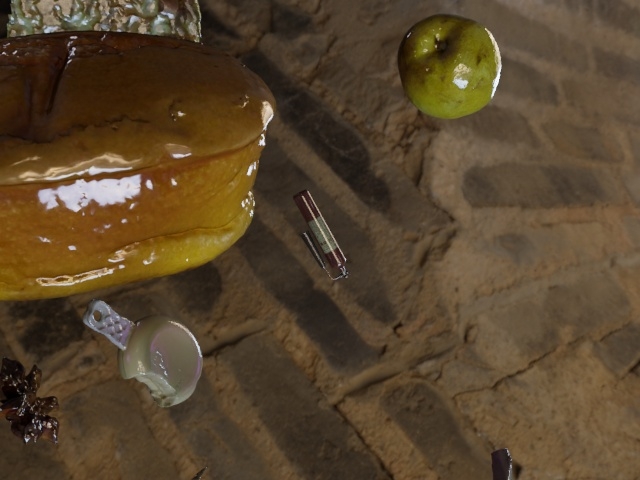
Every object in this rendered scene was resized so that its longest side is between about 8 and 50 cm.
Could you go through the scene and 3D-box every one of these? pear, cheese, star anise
[{"bbox_3d":[0.235,-0.321,1.152,0.199,0.200,0.200,18,-146,-13],"label":"pear"},{"bbox_3d":[-0.340,0.203,1.189,0.286,0.082,0.163,45,-136,-42],"label":"cheese"},{"bbox_3d":[-0.474,0.261,1.001,0.057,0.168,0.168,-29,-127,-7],"label":"star anise"}]

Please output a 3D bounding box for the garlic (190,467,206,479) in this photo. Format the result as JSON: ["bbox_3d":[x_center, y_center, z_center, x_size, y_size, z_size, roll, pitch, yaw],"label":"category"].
[{"bbox_3d":[-0.112,0.396,0.760,0.115,0.128,0.207,38,167,49],"label":"garlic"}]

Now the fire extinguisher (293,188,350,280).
[{"bbox_3d":[0.000,0.000,1.035,0.049,0.035,0.173,-37,-79,-42],"label":"fire extinguisher"}]

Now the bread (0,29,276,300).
[{"bbox_3d":[-0.164,-0.064,0.430,0.269,0.143,0.195,-9,-143,-21],"label":"bread"}]

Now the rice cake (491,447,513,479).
[{"bbox_3d":[0.382,0.495,1.311,0.047,0.036,0.206,-11,-174,18],"label":"rice cake"}]

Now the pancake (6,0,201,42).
[{"bbox_3d":[-0.350,-0.221,0.937,0.304,0.427,0.067,14,-170,-26],"label":"pancake"}]
